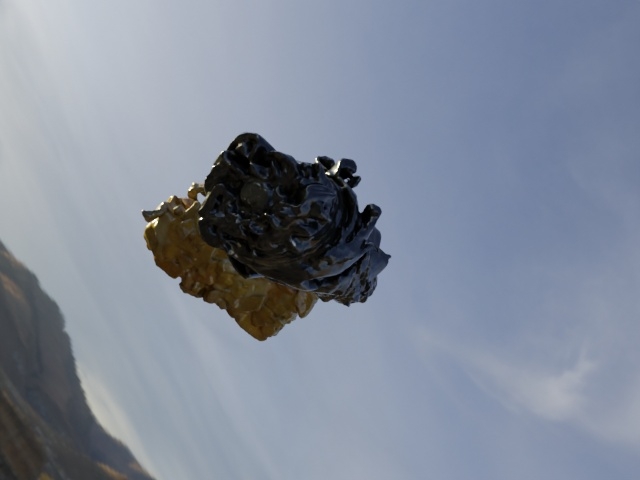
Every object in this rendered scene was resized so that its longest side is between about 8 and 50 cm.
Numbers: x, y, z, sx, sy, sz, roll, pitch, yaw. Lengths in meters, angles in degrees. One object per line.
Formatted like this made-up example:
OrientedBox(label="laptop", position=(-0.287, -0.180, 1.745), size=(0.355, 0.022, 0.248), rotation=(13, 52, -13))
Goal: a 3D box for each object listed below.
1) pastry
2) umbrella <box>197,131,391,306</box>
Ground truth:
OrientedBox(label="pastry", position=(-0.115, 0.018, 0.921), size=(0.250, 0.154, 0.102), rotation=(39, 20, -10))
OrientedBox(label="umbrella", position=(0.011, -0.001, 0.679), size=(0.154, 0.128, 0.336), rotation=(5, -12, 31))
